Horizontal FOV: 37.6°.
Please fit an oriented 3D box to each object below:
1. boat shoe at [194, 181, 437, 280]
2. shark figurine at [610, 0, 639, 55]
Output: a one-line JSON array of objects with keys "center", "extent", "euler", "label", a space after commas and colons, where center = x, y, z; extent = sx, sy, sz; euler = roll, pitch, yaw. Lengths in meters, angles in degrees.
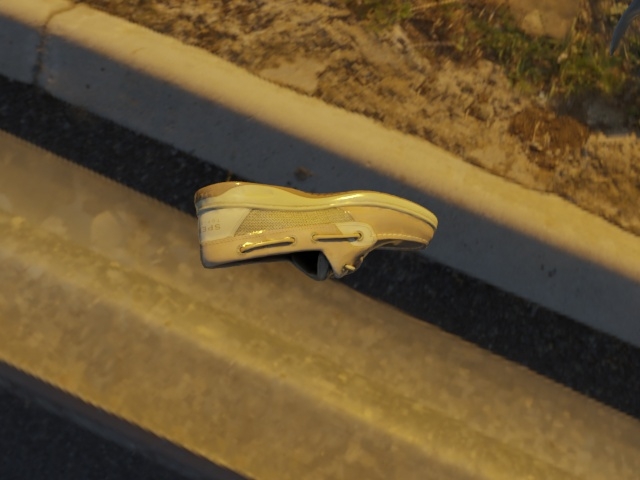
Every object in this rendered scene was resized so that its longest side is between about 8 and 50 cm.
[{"center": [0.000, 0.000, 1.201], "extent": [0.121, 0.341, 0.110], "euler": [-25, 64, 59], "label": "boat shoe"}, {"center": [0.407, -0.292, 1.049], "extent": [0.116, 0.278, 0.166], "euler": [-46, 111, -16], "label": "shark figurine"}]
